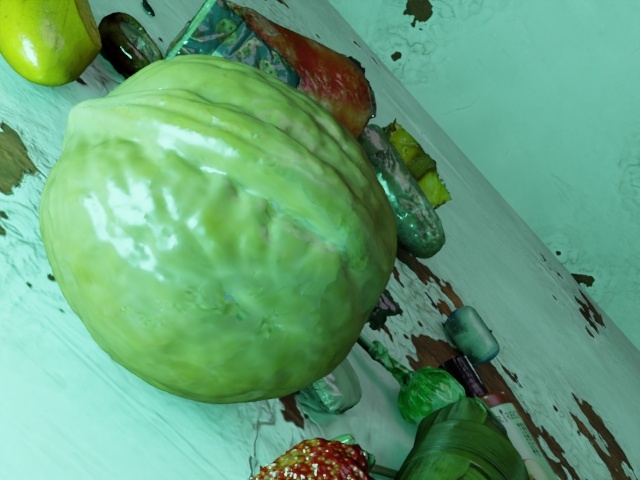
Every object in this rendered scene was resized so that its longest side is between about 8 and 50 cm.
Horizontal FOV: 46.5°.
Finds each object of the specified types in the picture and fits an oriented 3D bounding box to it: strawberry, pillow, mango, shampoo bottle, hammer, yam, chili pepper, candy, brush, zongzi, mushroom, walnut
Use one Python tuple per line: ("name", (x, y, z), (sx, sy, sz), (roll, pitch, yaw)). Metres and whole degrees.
("strawberry", (-0.005, 0.247, 0.659), (0.148, 0.131, 0.131), (-25, 74, -38))
("pillow", (-0.027, 0.112, 0.921), (0.229, 0.051, 0.128), (55, 9, 9))
("mango", (-0.326, -0.253, 0.876), (0.141, 0.102, 0.217), (63, 8, -48))
("shampoo bottle", (0.260, 0.300, 1.110), (0.104, 0.104, 0.278), (20, 35, -53))
("hammer", (0.060, 0.255, 0.860), (0.195, 0.060, 0.028), (32, 26, -49))
("yam", (0.138, -0.105, 1.527), (0.330, 0.133, 0.133), (55, 21, 9))
("hammer", (0.310, 0.189, 1.476), (0.116, 0.069, 0.194), (56, 13, 18))
("chili pepper", (-0.085, -0.273, 1.225), (0.305, 0.229, 0.251), (29, 43, -45))
("candy", (0.074, 0.153, 1.051), (0.323, 0.097, 0.097), (42, 21, 0))
("pillow", (-0.143, -0.192, 1.026), (0.189, 0.034, 0.255), (41, 65, -27))
("brush", (-0.310, -0.423, 1.318), (0.024, 0.008, 0.083), (18, 37, -52))
("zongzi", (0.187, 0.363, 0.847), (0.300, 0.138, 0.286), (63, 26, -3))
("mushroom", (-0.272, -0.274, 1.081), (0.123, 0.052, 0.123), (49, 19, -24))
("walnut", (-0.091, -0.010, 0.683), (0.333, 0.333, 0.332), (42, 22, -21))

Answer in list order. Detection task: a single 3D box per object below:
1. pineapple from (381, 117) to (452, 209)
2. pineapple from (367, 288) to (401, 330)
("pineapple", (0.167, -0.134, 1.705), (0.250, 0.164, 0.140), (42, -17, -31))
("pineapple", (0.000, 0.000, 0.993), (0.170, 0.141, 0.310), (57, 2, -40))
